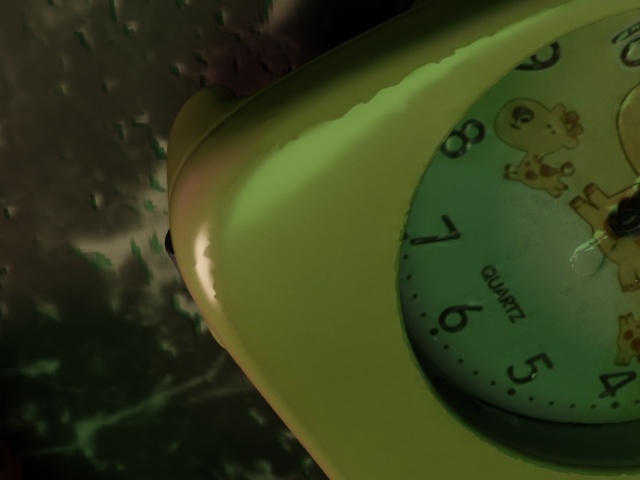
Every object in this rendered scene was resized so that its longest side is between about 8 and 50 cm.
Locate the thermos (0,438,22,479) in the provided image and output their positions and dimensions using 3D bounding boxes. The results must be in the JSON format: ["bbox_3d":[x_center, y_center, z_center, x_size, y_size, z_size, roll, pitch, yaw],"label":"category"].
[{"bbox_3d":[-0.146,0.226,0.689,0.109,0.136,0.330,-18,124,-17],"label":"thermos"}]

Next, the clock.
[{"bbox_3d":[0.117,-0.017,0.545,0.308,0.096,0.235,-31,117,8],"label":"clock"}]

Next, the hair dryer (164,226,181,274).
[{"bbox_3d":[0.000,0.000,0.608,0.114,0.037,0.063,-26,121,7],"label":"hair dryer"}]
